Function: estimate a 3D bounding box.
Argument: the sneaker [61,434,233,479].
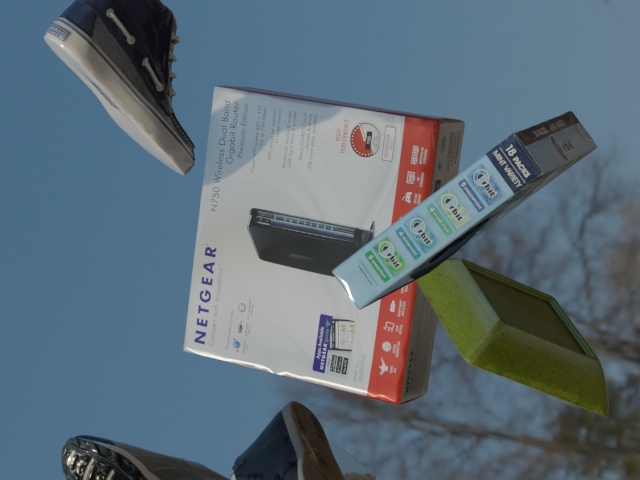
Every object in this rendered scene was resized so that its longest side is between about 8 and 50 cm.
[{"bbox_3d":[-0.217,0.328,2.213,0.108,0.271,0.100,-75,9,-68],"label":"sneaker"}]

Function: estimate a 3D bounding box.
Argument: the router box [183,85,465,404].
[{"bbox_3d":[0.000,0.000,1.988,0.082,0.301,0.335,-9,-72,-63],"label":"router box"}]

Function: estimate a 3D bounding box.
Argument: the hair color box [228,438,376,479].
[{"bbox_3d":[-0.048,0.418,2.694,0.185,0.113,0.374,-51,-17,3],"label":"hair color box"}]

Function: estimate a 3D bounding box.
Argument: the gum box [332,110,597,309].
[{"bbox_3d":[0.115,-0.025,1.299,0.184,0.041,0.157,-39,-7,25],"label":"gum box"}]

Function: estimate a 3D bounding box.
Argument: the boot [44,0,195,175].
[{"bbox_3d":[-0.134,-0.133,1.313,0.086,0.069,0.190,-50,-39,-10],"label":"boot"}]

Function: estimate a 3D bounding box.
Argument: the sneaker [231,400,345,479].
[{"bbox_3d":[-0.037,0.311,2.060,0.083,0.118,0.222,36,-160,-28],"label":"sneaker"}]

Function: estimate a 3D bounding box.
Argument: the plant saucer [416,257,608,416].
[{"bbox_3d":[0.205,0.088,1.725,0.188,0.188,0.045,22,-70,-27],"label":"plant saucer"}]
